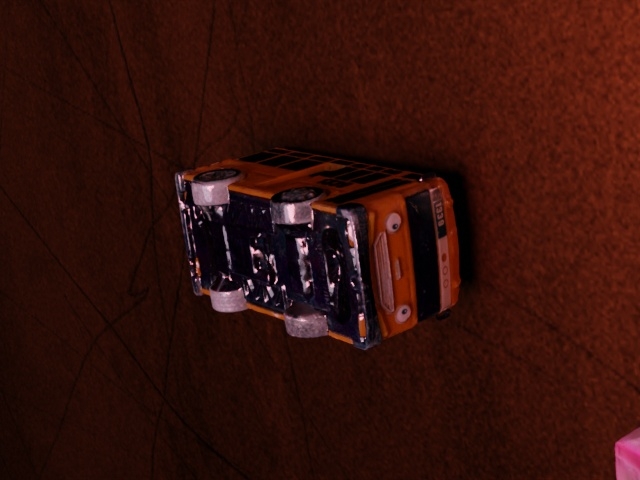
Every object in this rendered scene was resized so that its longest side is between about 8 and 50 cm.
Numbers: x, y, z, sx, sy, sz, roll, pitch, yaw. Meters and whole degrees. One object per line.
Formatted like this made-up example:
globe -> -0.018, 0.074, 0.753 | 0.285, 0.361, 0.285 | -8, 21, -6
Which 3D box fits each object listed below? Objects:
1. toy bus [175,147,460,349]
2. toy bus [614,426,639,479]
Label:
toy bus -> 0.000, 0.000, 0.966 | 0.201, 0.114, 0.098 | 14, 117, 52
toy bus -> 0.230, 0.230, 0.824 | 0.112, 0.090, 0.274 | 22, 124, 50
